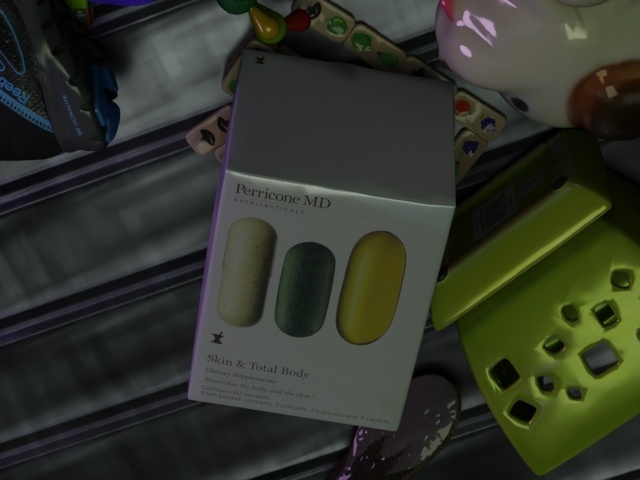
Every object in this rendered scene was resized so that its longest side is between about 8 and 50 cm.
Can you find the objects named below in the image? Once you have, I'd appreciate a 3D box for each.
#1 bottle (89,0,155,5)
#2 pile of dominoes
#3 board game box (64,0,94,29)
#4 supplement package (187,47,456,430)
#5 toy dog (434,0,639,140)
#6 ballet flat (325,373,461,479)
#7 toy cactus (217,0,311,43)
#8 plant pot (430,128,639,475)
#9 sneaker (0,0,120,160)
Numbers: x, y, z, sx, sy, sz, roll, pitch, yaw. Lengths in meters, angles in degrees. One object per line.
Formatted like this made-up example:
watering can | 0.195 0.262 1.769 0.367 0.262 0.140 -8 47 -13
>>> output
bottle | -0.168 -0.345 1.478 0.092 0.118 0.283 8 120 17
pile of dominoes | 0.021 -0.099 1.650 0.251 0.040 0.196 31 112 -14
board game box | -0.254 -0.277 1.561 0.092 0.043 0.181 0 116 0
supplement package | 0.000 0.000 1.583 0.199 0.198 0.263 9 128 -4
toy dog | 0.221 -0.288 1.441 0.395 0.284 0.408 -7 127 -27
ballet flat | 0.061 0.235 1.809 0.084 0.058 0.250 42 107 20
toy cactus | -0.072 -0.250 1.487 0.180 0.112 0.219 -28 138 -29
plant pot | 0.224 0.041 1.622 0.227 0.228 0.207 -37 105 17
sneaker | -0.288 -0.216 1.498 0.139 0.125 0.341 -12 114 11
